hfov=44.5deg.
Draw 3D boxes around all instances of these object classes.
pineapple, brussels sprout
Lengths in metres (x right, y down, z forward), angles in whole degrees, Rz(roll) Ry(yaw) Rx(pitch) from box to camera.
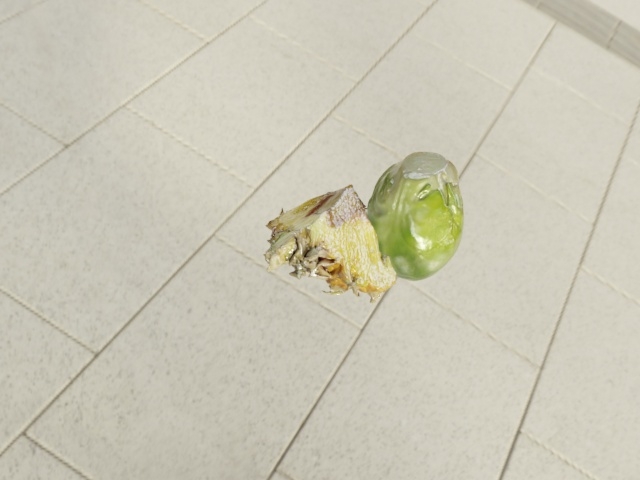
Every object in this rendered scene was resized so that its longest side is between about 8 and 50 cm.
[{"bbox_3d":[0.000,0.000,0.568,0.114,0.077,0.114,37,23,17],"label":"pineapple"},{"bbox_3d":[0.110,-0.027,0.940,0.117,0.155,0.155,-1,50,-1],"label":"brussels sprout"}]
